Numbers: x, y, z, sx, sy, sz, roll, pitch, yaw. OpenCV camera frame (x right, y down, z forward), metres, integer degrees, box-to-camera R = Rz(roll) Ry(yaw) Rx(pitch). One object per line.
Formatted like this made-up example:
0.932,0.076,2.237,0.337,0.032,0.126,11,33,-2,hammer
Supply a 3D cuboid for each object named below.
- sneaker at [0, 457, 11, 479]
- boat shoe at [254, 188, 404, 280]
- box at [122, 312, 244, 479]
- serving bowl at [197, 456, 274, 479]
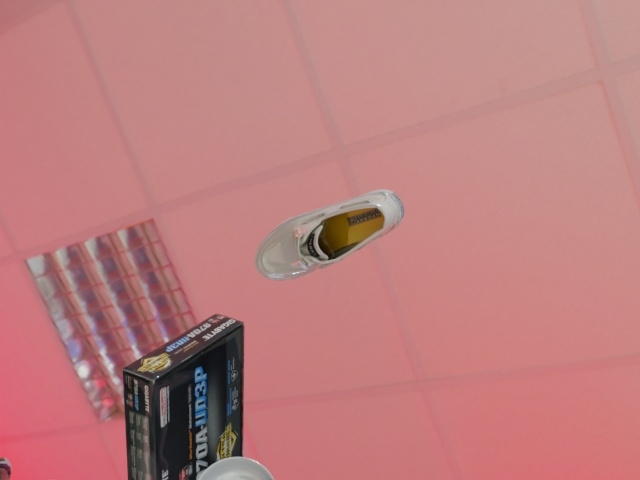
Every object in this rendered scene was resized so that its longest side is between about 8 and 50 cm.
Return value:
-0.586,0.458,1.437,0.223,0.083,0.098,112,-44,-64,sneaker
0.000,0.000,0.460,0.100,0.035,0.035,-20,-84,24,boat shoe
-0.166,0.223,1.001,0.051,0.175,0.220,15,-66,28,box
-0.082,0.254,0.770,0.083,0.083,0.027,25,-31,18,serving bowl
